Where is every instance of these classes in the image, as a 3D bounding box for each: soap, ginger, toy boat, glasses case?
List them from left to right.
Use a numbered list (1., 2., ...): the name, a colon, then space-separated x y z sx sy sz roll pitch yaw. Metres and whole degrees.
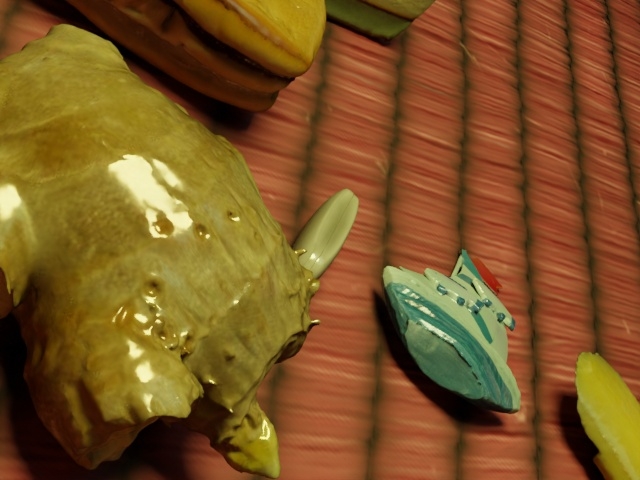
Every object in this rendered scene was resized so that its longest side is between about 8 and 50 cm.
1. ginger: -0.079 0.008 0.545 0.216 0.102 0.157 52 40 3
2. glasses case: 0.000 0.000 0.708 0.021 0.032 0.083 40 34 -8
3. toy boat: 0.085 0.055 0.769 0.105 0.034 0.149 56 21 14
4. soap: 0.199 0.142 0.800 0.168 0.033 0.089 58 26 11

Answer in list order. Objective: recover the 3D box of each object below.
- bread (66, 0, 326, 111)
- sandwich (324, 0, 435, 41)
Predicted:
1. bread: -0.088 -0.152 0.716 0.200 0.077 0.116 32 38 -22
2. sandwich: 0.001 -0.218 0.880 0.163 0.079 0.113 16 47 -39
